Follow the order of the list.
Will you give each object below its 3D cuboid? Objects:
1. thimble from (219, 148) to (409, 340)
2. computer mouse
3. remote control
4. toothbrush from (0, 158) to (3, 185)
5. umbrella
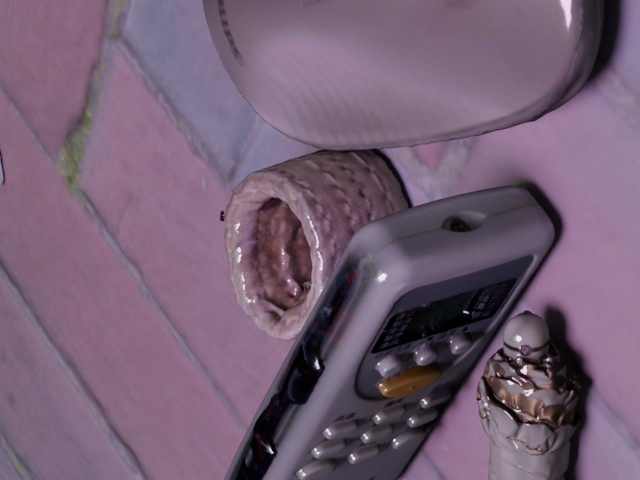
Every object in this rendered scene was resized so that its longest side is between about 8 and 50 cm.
[{"bbox_3d":[0.000,0.000,1.271,0.102,0.090,0.115,47,136,28],"label":"thimble"},{"bbox_3d":[0.032,-0.149,1.163,0.331,0.095,0.197,-3,106,55],"label":"computer mouse"},{"bbox_3d":[0.032,0.083,1.215,0.056,0.140,0.296,58,142,27],"label":"remote control"},{"bbox_3d":[-0.290,-0.152,1.672,0.019,0.016,0.219,23,123,58],"label":"toothbrush"},{"bbox_3d":[0.123,0.110,1.178,0.067,0.062,0.143,-111,16,-69],"label":"umbrella"}]
